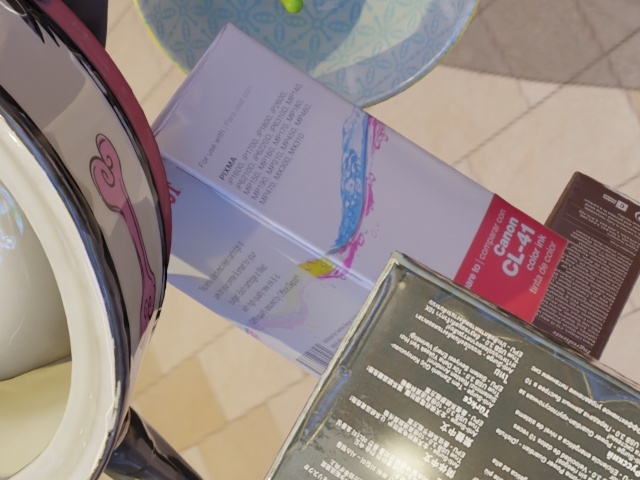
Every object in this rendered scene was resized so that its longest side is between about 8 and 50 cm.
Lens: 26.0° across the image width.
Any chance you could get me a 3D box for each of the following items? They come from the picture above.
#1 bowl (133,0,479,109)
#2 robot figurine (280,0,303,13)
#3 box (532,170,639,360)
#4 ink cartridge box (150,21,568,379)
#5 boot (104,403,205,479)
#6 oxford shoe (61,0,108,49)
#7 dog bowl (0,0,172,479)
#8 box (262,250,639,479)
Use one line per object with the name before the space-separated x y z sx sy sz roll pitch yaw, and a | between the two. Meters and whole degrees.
bowl | -0.011 -0.264 1.154 0.156 0.289 0.289 -88 8 -56
robot figurine | -0.019 -0.242 1.145 0.115 0.067 0.101 9 118 15
box | 0.277 0.104 1.697 0.143 0.381 0.191 29 132 7
ink cartridge box | 0.000 0.000 1.076 0.306 0.131 0.226 34 156 -6
boot | -0.169 0.137 1.032 0.137 0.077 0.198 47 174 -37
oxford shoe | -0.170 -0.144 0.857 0.212 0.076 0.076 -67 27 15
dog bowl | -0.271 -0.014 0.821 0.408 0.150 0.408 11 125 16
box | 0.098 0.090 0.360 0.180 0.147 0.077 30 91 30
